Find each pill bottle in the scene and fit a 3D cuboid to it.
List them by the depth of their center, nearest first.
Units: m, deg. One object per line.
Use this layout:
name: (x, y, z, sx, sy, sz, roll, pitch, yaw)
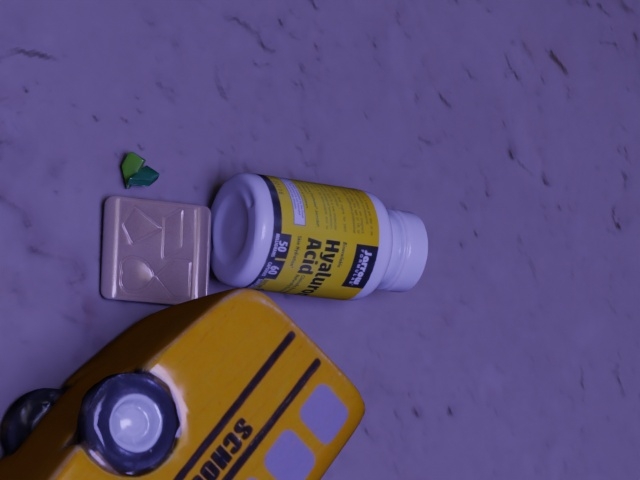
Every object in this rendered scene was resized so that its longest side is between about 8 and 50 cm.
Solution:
pill bottle: (0.000, 0.000, 1.061, 0.116, 0.065, 0.065, 7, 77, -31)

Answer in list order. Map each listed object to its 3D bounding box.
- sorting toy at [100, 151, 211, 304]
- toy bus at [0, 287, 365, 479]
sorting toy: (-0.091, -0.007, 1.037, 0.062, 0.012, 0.083, 6, 81, -26)
toy bus: (-0.125, 0.168, 0.926, 0.130, 0.108, 0.332, 47, 60, -17)
